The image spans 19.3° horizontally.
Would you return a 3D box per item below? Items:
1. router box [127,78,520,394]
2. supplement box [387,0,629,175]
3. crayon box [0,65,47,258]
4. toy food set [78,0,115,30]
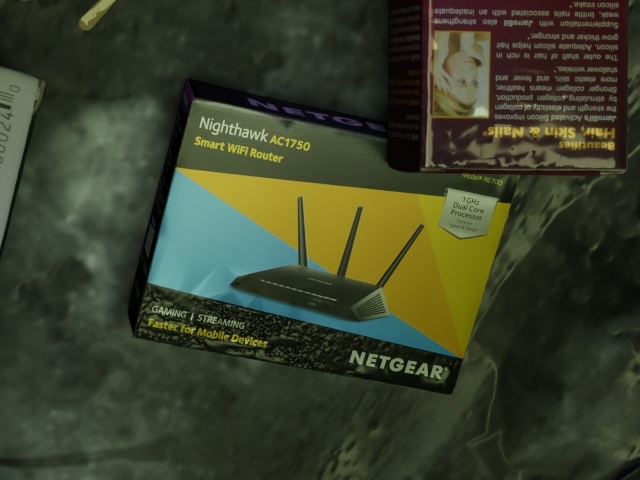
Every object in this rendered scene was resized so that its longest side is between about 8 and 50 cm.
[{"bbox_3d":[0.000,0.000,0.988,0.179,0.046,0.133,11,106,-15],"label":"router box"},{"bbox_3d":[0.090,-0.127,0.919,0.104,0.081,0.188,0,94,-11],"label":"supplement box"},{"bbox_3d":[-0.303,-0.021,0.846,0.318,0.081,0.202,17,64,-16],"label":"crayon box"},{"bbox_3d":[-0.142,-0.163,0.918,0.122,0.019,0.078,40,98,-13],"label":"toy food set"}]
